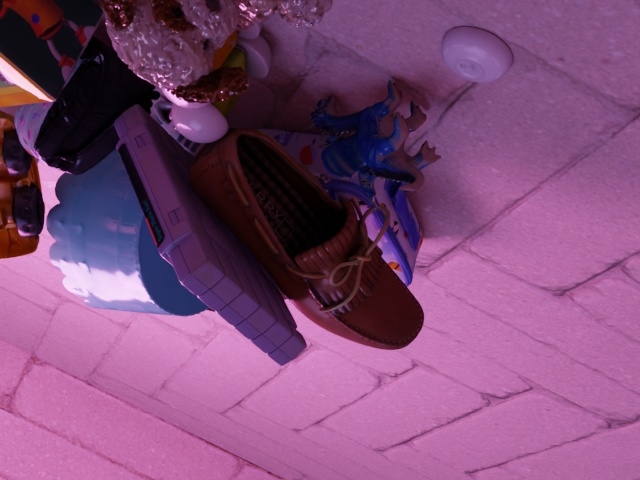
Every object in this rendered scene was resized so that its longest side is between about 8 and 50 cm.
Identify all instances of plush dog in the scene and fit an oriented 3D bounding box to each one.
[{"bbox_3d":[-0.145,-0.268,1.281,0.211,0.225,0.262,1,147,42],"label":"plush dog"}]

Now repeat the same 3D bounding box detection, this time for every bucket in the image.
[{"bbox_3d":[-0.258,-0.015,1.871,0.183,0.281,0.281,9,153,35],"label":"bucket"}]

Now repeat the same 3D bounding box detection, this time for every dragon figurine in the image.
[{"bbox_3d":[0.061,-0.099,1.481,0.144,0.289,0.085,-39,125,21],"label":"dragon figurine"}]

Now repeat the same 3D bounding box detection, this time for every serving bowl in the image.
[{"bbox_3d":[0.172,-0.203,1.371,0.083,0.027,0.083,21,156,10],"label":"serving bowl"}]

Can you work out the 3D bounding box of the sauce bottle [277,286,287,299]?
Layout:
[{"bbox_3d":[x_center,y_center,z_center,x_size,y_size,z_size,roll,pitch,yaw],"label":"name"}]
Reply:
[{"bbox_3d":[-0.111,0.039,2.036,0.345,0.111,0.111,17,155,19],"label":"sauce bottle"}]

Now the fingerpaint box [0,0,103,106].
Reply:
[{"bbox_3d":[-0.573,-0.340,1.607,0.445,0.163,0.371,0,148,42],"label":"fingerpaint box"}]

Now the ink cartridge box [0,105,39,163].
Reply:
[{"bbox_3d":[-0.523,-0.214,1.928,0.191,0.082,0.139,21,156,3],"label":"ink cartridge box"}]

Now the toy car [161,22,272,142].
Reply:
[{"bbox_3d":[-0.150,-0.221,1.475,0.136,0.159,0.182,25,158,18],"label":"toy car"}]

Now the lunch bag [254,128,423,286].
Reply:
[{"bbox_3d":[0.019,-0.042,1.749,0.243,0.114,0.303,9,154,25],"label":"lunch bag"}]

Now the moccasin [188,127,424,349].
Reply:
[{"bbox_3d":[0.002,-0.002,1.576,0.380,0.139,0.147,51,151,-14],"label":"moccasin"}]

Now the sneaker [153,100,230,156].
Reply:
[{"bbox_3d":[-0.179,-0.158,1.729,0.161,0.057,0.075,24,161,43],"label":"sneaker"}]

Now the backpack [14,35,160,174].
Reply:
[{"bbox_3d":[-0.333,-0.181,1.681,0.152,0.182,0.115,38,178,-39],"label":"backpack"}]

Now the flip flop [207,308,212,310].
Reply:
[{"bbox_3d":[-0.200,0.089,2.281,0.112,0.080,0.277,19,171,-1],"label":"flip flop"}]

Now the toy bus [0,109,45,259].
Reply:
[{"bbox_3d":[-0.481,-0.110,1.812,0.150,0.211,0.220,-2,118,3],"label":"toy bus"}]

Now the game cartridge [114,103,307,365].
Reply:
[{"bbox_3d":[-0.153,-0.013,1.589,0.230,0.068,0.355,40,-166,-41],"label":"game cartridge"}]
